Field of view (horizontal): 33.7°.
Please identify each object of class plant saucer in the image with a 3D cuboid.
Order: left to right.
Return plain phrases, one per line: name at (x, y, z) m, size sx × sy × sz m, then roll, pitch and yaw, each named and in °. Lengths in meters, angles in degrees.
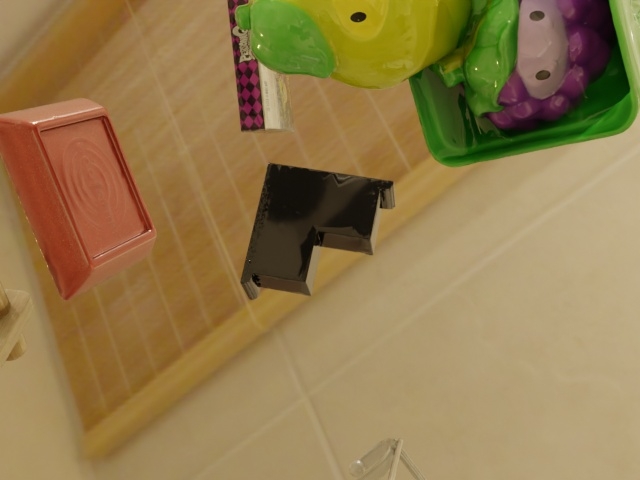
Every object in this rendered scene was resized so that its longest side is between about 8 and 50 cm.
plant saucer at (-0.325, -0.072, 1.470) m, size 0.047 × 0.258 × 0.259 m, roll -19°, pitch 7°, yaw 19°

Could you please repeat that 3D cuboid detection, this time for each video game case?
video game case at (-0.084, -0.267, 1.488) m, size 0.041 × 0.232 × 0.210 m, roll -5°, pitch 5°, yaw 10°

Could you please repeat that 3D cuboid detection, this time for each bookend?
bookend at (0.000, 0.000, 1.271) m, size 0.157 × 0.156 × 0.072 m, roll 8°, pitch -19°, yaw 9°

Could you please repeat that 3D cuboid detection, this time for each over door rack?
over door rack at (0.113, 0.326, 1.002) m, size 0.108 × 0.239 × 0.324 m, roll -39°, pitch 0°, yaw -1°

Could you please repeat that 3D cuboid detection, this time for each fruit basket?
fruit basket at (0.123, -0.249, 0.978) m, size 0.392 × 0.392 × 0.283 m, roll 4°, pitch -9°, yaw -42°

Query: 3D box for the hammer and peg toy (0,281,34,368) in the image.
hammer and peg toy at (-0.499, 0.175, 1.138) m, size 0.266 × 0.361 × 0.127 m, roll 4°, pitch -47°, yaw 14°
